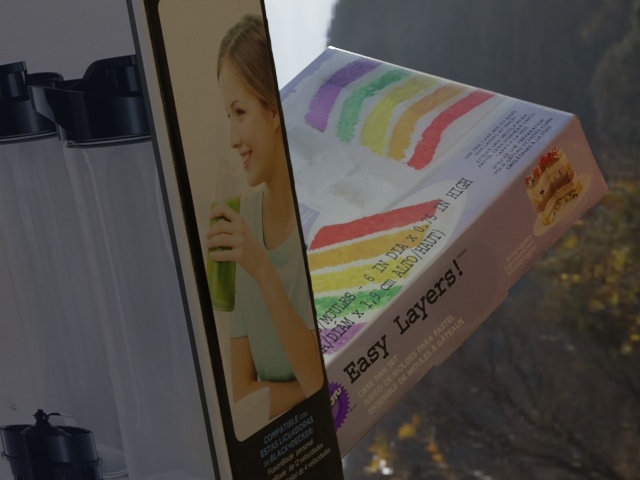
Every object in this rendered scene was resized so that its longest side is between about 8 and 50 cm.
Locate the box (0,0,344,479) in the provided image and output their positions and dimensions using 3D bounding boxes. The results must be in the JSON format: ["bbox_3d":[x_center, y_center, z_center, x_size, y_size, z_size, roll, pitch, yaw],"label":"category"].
[{"bbox_3d":[-0.098,0.005,0.554,0.087,0.169,0.290,-24,-71,-57],"label":"box"}]

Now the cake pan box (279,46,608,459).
[{"bbox_3d":[0.000,0.000,0.787,0.267,0.246,0.070,-43,-54,-16],"label":"cake pan box"}]
